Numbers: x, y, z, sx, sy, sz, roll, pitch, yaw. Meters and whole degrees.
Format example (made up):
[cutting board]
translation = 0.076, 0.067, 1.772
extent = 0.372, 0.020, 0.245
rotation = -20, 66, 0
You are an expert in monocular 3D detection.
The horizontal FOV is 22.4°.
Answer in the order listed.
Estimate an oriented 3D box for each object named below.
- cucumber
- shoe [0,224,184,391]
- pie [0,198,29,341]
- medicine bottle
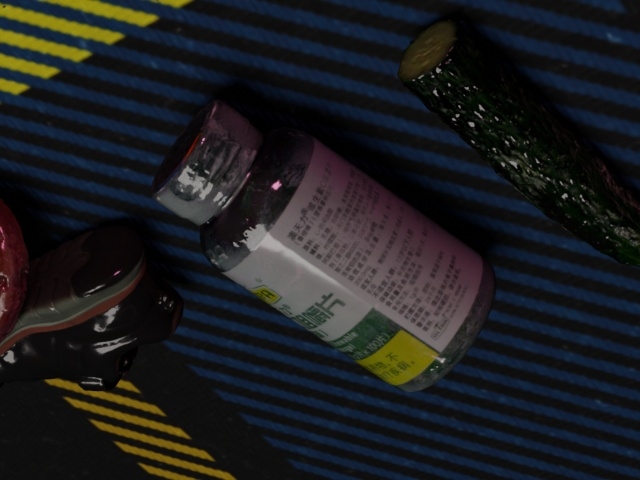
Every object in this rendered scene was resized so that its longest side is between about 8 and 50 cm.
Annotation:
[cucumber]
translation = 0.181, -0.064, 1.307
extent = 0.293, 0.067, 0.067
rotation = 40, 135, -24
[shoe]
translation = -0.245, 0.087, 1.602
extent = 0.291, 0.114, 0.137
rotation = -27, 126, 35
[pie]
translation = -0.351, 0.030, 1.548
extent = 0.182, 0.050, 0.182
rotation = 4, 97, 36
[medicine bottle]
translation = 0.000, 0.000, 1.386
extent = 0.293, 0.141, 0.141
rotation = 35, 136, -16
